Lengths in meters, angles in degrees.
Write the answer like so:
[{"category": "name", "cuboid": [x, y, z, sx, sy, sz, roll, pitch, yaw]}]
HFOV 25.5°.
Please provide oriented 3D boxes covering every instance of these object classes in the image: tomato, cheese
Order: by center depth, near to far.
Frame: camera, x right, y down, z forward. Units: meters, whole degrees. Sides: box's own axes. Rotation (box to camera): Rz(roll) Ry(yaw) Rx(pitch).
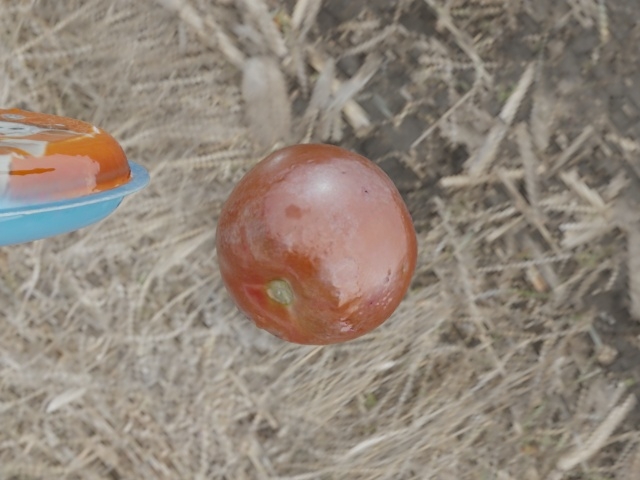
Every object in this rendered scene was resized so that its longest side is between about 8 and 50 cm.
[{"category": "cheese", "cuboid": [-0.135, -0.015, 0.462, 0.106, 0.256, 0.037, 9, 103, 16]}, {"category": "tomato", "cuboid": [0.000, 0.000, 1.428, 0.208, 0.208, 0.184, 41, 48, -4]}]
